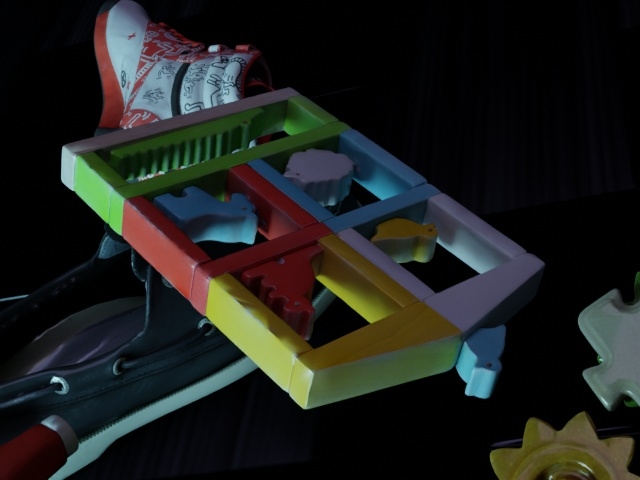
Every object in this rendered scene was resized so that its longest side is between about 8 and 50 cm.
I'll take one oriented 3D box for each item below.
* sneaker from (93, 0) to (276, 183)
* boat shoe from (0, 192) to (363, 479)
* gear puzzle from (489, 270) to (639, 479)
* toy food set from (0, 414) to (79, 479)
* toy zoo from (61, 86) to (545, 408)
[{"bbox_3d":[-0.112,-0.136,0.993,0.145,0.090,0.270,-18,41,6],"label":"sneaker"},{"bbox_3d":[-0.121,0.038,0.760,0.340,0.113,0.127,-30,36,-10],"label":"boat shoe"},{"bbox_3d":[0.229,0.064,0.557,0.339,0.044,0.175,-36,55,4],"label":"gear puzzle"},{"bbox_3d":[-0.170,0.161,0.645,0.232,0.111,0.104,13,38,40],"label":"toy food set"},{"bbox_3d":[0.000,0.000,0.714,0.192,0.030,0.293,-20,45,-37],"label":"toy zoo"}]
